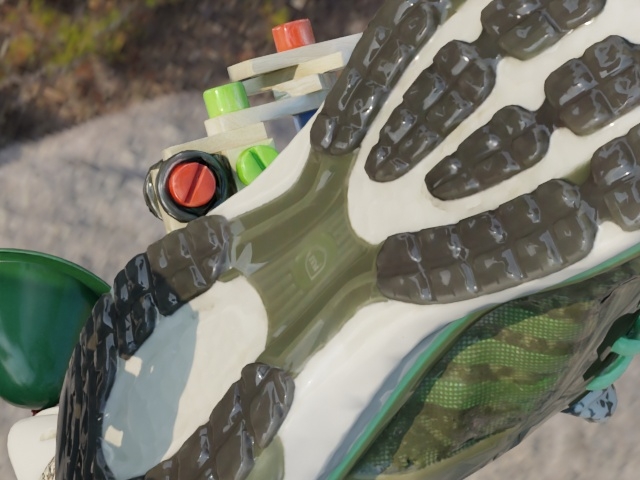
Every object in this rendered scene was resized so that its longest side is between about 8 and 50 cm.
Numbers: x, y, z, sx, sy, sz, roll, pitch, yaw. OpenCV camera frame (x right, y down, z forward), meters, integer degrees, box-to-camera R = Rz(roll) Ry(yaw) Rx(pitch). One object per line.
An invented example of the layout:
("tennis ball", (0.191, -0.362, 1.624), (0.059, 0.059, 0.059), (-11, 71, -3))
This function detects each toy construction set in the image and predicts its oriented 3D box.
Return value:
("toy construction set", (0.000, 0.000, 1.368), (0.215, 0.151, 0.327), (-16, 78, -13))

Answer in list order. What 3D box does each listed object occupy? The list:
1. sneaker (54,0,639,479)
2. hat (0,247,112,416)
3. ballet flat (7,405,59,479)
("sneaker", (0.076, 0.007, 0.785), (0.182, 0.410, 0.158), (20, 43, -44))
("hat", (-0.243, 0.126, 1.590), (0.208, 0.173, 0.183), (-8, 50, 21))
("ballet flat", (-0.168, 0.220, 1.272), (0.164, 0.483, 0.182), (7, 36, -44))
